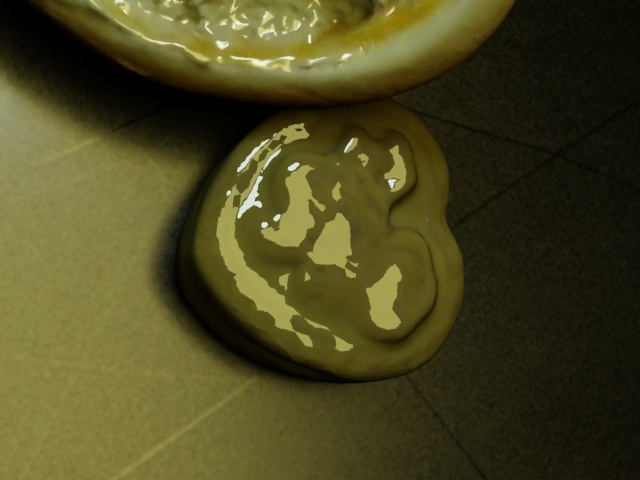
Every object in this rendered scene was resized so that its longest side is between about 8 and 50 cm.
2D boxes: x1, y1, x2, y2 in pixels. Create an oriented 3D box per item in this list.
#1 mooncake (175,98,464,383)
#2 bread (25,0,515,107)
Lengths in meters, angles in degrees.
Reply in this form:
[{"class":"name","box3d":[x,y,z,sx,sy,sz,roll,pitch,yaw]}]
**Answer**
[{"class":"mooncake","box3d":[0.000,0.000,1.075,0.235,0.117,0.234,3,82,-22]},{"class":"bread","box3d":[-0.046,-0.284,0.990,0.424,0.329,0.245,12,45,-4]}]
